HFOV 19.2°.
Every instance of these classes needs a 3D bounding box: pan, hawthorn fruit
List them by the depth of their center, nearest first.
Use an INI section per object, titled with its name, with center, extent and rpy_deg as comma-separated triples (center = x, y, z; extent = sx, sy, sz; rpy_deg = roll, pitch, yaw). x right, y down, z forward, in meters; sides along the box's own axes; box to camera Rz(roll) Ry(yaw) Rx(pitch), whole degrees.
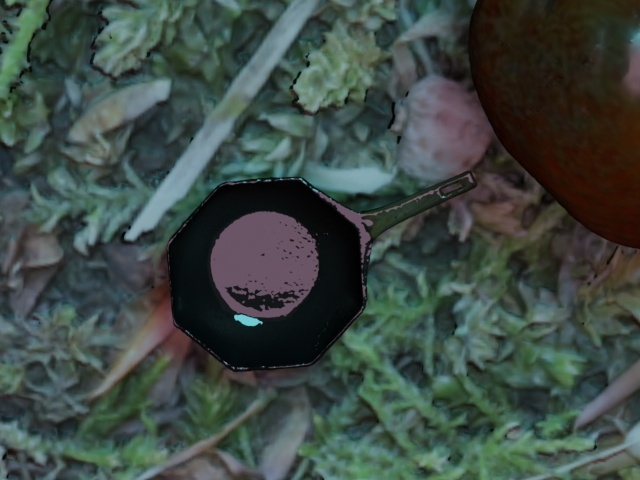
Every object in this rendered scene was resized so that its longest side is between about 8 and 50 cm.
[hawthorn fruit]
center = 0.215, -0.094, 1.164
extent = 0.210, 0.210, 0.262
rpy_deg = -35, 128, 6
[pan]
center = 0.002, 0.016, 1.246
extent = 0.202, 0.048, 0.128
rpy_deg = -3, 106, -1
